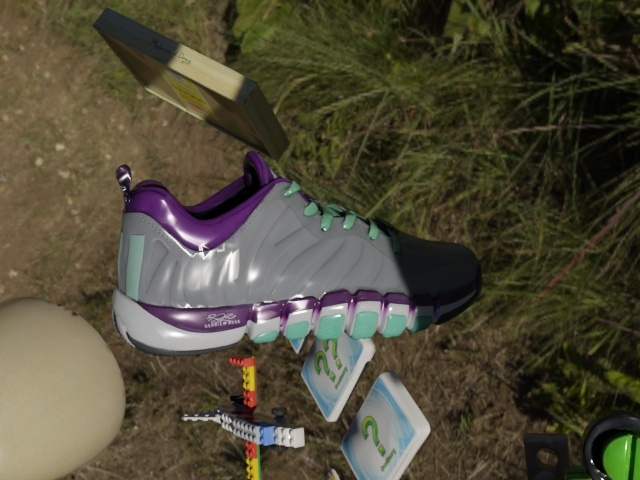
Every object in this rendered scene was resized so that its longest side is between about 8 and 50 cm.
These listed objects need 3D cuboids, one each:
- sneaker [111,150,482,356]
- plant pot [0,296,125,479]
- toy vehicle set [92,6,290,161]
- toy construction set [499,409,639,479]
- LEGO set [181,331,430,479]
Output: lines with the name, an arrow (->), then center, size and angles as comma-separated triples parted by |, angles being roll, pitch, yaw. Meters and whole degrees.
sneaker -> 0.000, 0.000, 0.389 | 0.224, 0.098, 0.083 | -5, 17, -26
plant pot -> -0.456, 0.247, 1.012 | 0.284, 0.284, 0.191 | 6, 18, 15
toy vehicle set -> -0.177, -0.216, 0.987 | 0.267, 0.166, 0.035 | 30, 80, 20
toy construction set -> 0.263, 0.275, 0.572 | 0.258, 0.237, 0.308 | -33, 81, 13
LEGO set -> -0.030, 0.147, 0.527 | 0.060, 0.244, 0.182 | -2, 41, -32
